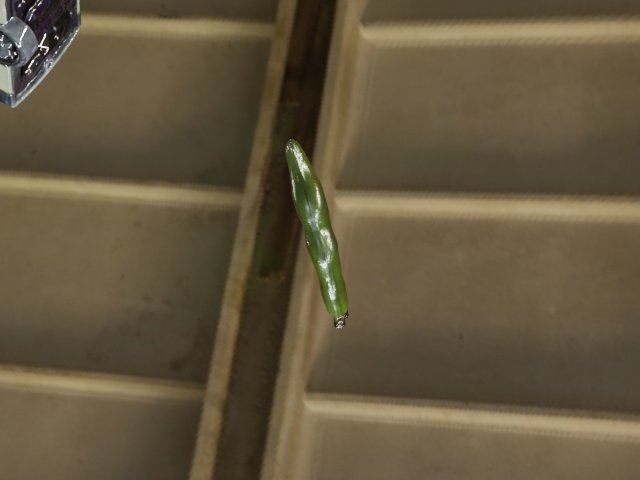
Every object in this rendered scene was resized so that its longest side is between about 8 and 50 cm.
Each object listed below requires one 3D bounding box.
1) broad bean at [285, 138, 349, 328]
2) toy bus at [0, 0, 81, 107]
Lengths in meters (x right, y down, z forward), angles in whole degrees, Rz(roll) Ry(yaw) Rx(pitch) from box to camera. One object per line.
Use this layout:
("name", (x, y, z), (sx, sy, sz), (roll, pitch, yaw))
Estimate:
("broad bean", (0.000, 0.000, 1.442), (0.043, 0.298, 0.060), (-14, -156, 1))
("toy bus", (-0.321, -0.286, 1.006), (0.179, 0.305, 0.143), (25, -122, 4))
